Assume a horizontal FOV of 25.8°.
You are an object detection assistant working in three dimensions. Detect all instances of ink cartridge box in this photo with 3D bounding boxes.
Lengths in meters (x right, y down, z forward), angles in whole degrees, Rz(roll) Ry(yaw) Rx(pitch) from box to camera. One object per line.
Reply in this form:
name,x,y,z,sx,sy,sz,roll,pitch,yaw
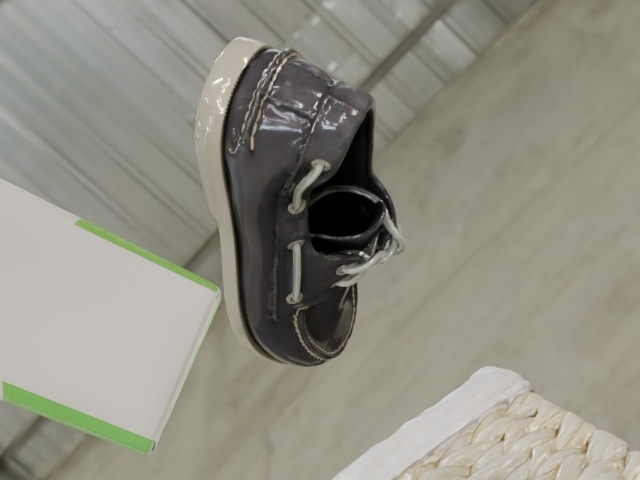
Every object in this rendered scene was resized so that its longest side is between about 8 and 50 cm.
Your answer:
ink cartridge box,-0.223,0.028,0.878,0.273,0.198,0.114,9,74,56

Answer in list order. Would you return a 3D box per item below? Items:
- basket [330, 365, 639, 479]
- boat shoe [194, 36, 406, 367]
basket,0.108,0.320,0.822,0.328,0.331,0.266,-33,39,-30
boat shoe,0.000,0.000,0.585,0.206,0.065,0.075,77,-146,-55
